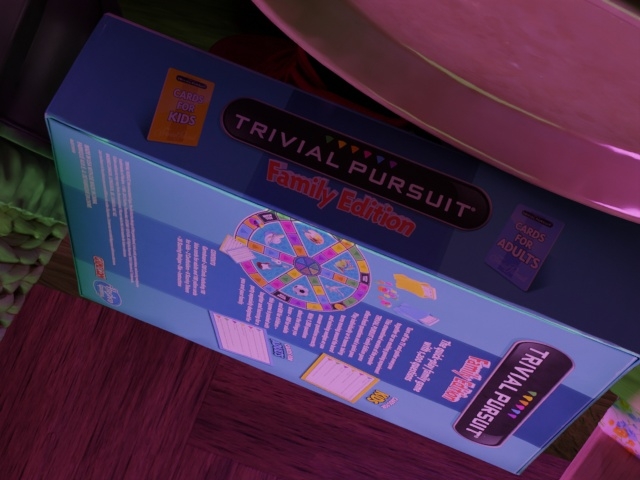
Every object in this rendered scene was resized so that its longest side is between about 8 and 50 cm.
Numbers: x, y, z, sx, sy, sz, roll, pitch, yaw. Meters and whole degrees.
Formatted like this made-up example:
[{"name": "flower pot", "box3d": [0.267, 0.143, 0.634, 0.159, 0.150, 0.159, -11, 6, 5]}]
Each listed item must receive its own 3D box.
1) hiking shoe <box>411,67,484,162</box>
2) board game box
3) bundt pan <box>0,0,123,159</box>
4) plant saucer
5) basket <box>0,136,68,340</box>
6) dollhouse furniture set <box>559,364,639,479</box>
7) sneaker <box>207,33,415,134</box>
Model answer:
[{"name": "hiking shoe", "box3d": [0.150, -0.070, 0.724, 0.132, 0.113, 0.304, -21, 140, 26]}, {"name": "board game box", "box3d": [0.010, 0.018, 0.744, 0.336, 0.079, 0.253, 22, 155, 3]}, {"name": "bundt pan", "box3d": [-0.266, -0.170, 0.759, 0.331, 0.124, 0.331, 28, -179, 0]}, {"name": "plant saucer", "box3d": [0.088, -0.076, 0.501, 0.278, 0.041, 0.278, 26, 174, 3]}, {"name": "basket", "box3d": [-0.385, -0.017, 0.769, 0.331, 0.266, 0.328, 26, 179, 14]}, {"name": "dollhouse furniture set", "box3d": [0.326, 0.197, 0.667, 0.394, 0.256, 0.362, 37, 150, 14]}, {"name": "sneaker", "box3d": [-0.006, -0.112, 0.780, 0.221, 0.087, 0.128, 26, 162, 31]}]
